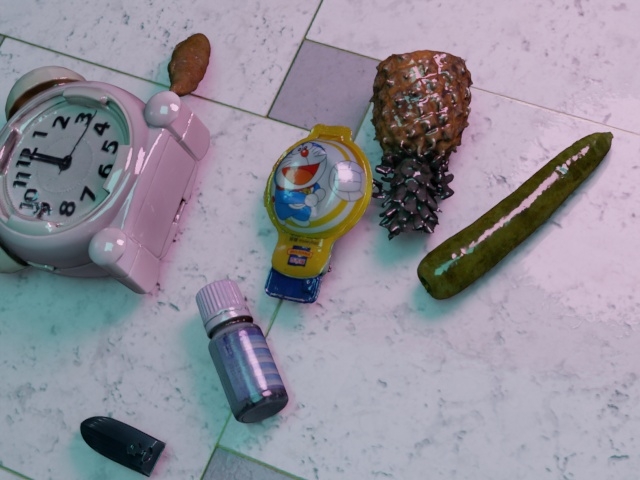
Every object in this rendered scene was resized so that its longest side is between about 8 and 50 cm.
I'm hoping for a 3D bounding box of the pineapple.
[{"bbox_3d":[0.146,-0.132,1.766,0.158,0.158,0.278,1,79,12],"label":"pineapple"}]

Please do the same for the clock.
[{"bbox_3d":[-0.369,-0.095,1.840,0.326,0.184,0.342,12,66,20],"label":"clock"}]

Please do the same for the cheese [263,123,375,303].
[{"bbox_3d":[-0.011,-0.041,1.771,0.177,0.069,0.270,9,80,27],"label":"cheese"}]

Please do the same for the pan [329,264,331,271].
[{"bbox_3d":[0.000,0.001,1.804,0.068,0.023,0.115,-16,64,4],"label":"pan"}]

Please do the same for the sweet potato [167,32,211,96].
[{"bbox_3d":[-0.211,-0.271,1.910,0.068,0.060,0.206,-6,33,9],"label":"sweet potato"}]

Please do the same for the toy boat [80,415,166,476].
[{"bbox_3d":[-0.290,0.287,1.734,0.141,0.060,0.055,19,74,25],"label":"toy boat"}]

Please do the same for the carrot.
[{"bbox_3d":[0.288,-0.041,1.742,0.358,0.074,0.074,-38,66,-8],"label":"carrot"}]

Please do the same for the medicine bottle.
[{"bbox_3d":[-0.117,0.156,1.734,0.083,0.083,0.203,-25,68,1],"label":"medicine bottle"}]
